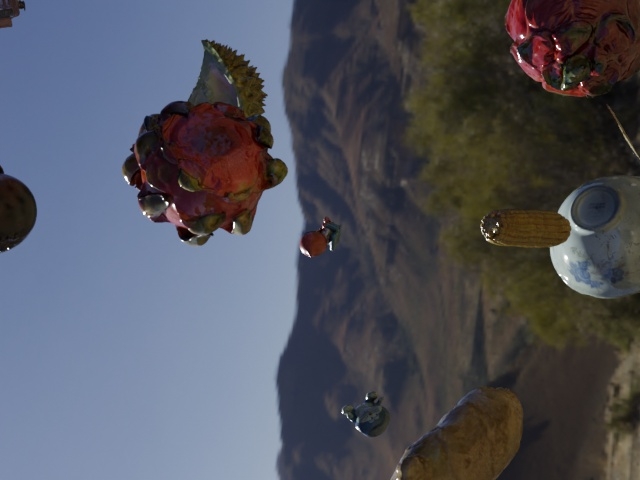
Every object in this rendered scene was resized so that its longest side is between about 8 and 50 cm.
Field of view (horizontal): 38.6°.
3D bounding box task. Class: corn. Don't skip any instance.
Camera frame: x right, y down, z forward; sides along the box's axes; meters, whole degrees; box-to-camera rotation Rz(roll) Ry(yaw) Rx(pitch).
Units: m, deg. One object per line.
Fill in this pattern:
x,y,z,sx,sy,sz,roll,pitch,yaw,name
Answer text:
0.356,-0.021,1.576,0.068,0.207,0.068,-1,89,53,corn

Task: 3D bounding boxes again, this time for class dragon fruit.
0.347,-0.298,1.244,0.274,0.192,0.193,-77,-7,-54,dragon fruit
-0.198,-0.125,1.478,0.307,0.227,0.243,50,138,36,dragon fruit

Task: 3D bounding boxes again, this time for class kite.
0.515,-0.037,1.332,0.377,0.013,0.327,59,-163,-1,kite

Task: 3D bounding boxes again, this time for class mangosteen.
-0.678,-0.070,1.879,0.200,0.200,0.200,7,-90,-86,mangosteen

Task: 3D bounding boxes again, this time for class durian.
-0.201,-0.257,1.900,0.306,0.166,0.172,118,158,-47,durian

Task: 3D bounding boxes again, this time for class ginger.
0.190,0.346,1.366,0.354,0.126,0.190,-43,-55,-34,ginger

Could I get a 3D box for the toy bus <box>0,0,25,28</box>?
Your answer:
-0.527,-0.426,1.446,0.199,0.096,0.108,126,131,-68,toy bus

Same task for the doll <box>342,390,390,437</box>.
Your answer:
0.089,0.306,1.594,0.050,0.076,0.083,61,170,-26,doll

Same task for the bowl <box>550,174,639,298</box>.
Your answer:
0.631,-0.040,2.016,0.146,0.313,0.313,37,-127,-45,bowl

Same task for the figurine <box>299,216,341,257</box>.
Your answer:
0.000,0.000,2.340,0.140,0.075,0.068,-41,-30,-44,figurine
